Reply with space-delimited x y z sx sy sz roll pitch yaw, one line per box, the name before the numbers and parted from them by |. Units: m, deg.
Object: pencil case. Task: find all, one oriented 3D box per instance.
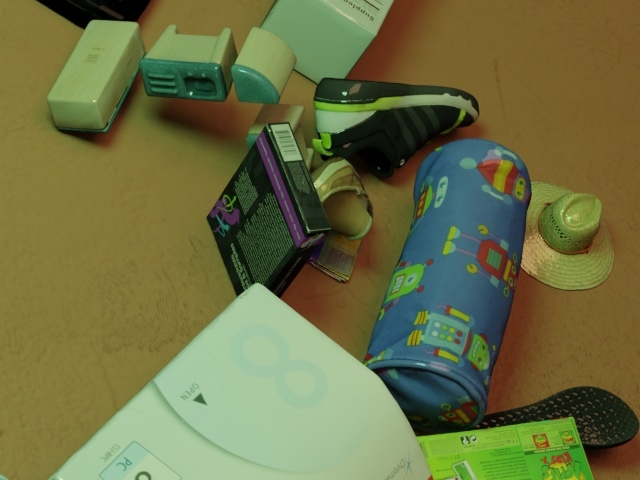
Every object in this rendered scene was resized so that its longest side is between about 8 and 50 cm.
pencil case | 0.121 0.041 1.856 0.119 0.133 0.306 43 44 -28

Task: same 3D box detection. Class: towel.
towel | 0.000 0.000 1.888 0.083 0.009 0.060 32 48 -7

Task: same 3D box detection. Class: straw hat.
straw hat | 0.263 -0.019 2.023 0.144 0.061 0.144 15 51 -20

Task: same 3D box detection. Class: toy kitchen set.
toy kitchen set | -0.129 -0.106 1.855 0.207 0.166 0.122 5 45 18

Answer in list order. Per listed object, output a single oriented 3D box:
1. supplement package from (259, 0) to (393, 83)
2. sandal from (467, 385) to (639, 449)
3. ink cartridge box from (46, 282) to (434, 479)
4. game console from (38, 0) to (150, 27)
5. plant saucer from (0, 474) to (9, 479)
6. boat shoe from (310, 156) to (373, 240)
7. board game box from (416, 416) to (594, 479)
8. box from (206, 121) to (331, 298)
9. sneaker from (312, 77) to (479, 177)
supplement package | 0.020 -0.263 2.024 0.105 0.105 0.179 32 48 -7
sandal | 0.222 0.185 1.875 0.179 0.040 0.067 -8 56 -18
ink cartridge box | 0.002 0.245 1.594 0.385 0.091 0.308 36 42 9
game console | -0.311 -0.359 1.939 0.361 0.044 0.213 30 48 -8
plant saucer | -0.297 0.262 1.507 0.195 0.037 0.195 16 51 -21
boat shoe | 0.021 -0.034 1.835 0.072 0.068 0.190 52 13 6
board game box | 0.158 0.222 1.778 0.181 0.043 0.092 -5 61 -20
box | -0.049 -0.016 1.767 0.029 0.162 0.116 -7 63 -31
sneaker | 0.069 -0.113 1.976 0.235 0.084 0.097 -1 97 -46
